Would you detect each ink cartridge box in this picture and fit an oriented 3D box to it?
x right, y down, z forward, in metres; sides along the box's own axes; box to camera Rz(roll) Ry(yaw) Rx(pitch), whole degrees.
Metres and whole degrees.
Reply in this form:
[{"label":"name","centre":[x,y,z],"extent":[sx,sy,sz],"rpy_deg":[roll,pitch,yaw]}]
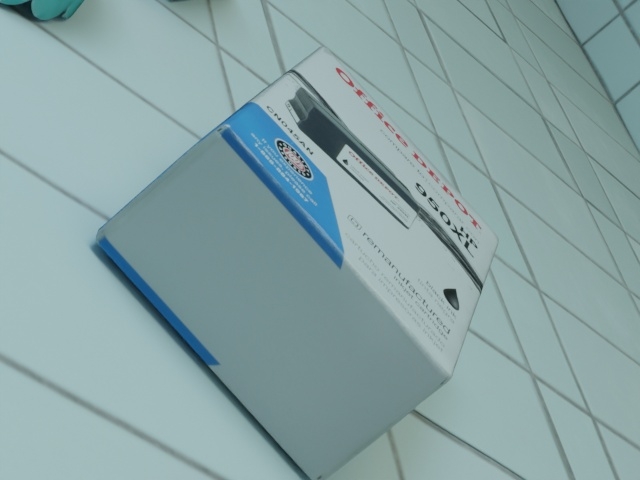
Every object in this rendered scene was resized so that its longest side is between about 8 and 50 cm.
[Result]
[{"label":"ink cartridge box","centre":[0.000,0.000,1.456],"extent":[0.285,0.166,0.395],"rpy_deg":[48,20,-5]}]

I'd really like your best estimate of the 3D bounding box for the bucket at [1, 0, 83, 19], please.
[{"label":"bucket","centre":[-0.278,-0.372,1.514],"extent":[0.281,0.183,0.281],"rpy_deg":[41,22,-21]}]
